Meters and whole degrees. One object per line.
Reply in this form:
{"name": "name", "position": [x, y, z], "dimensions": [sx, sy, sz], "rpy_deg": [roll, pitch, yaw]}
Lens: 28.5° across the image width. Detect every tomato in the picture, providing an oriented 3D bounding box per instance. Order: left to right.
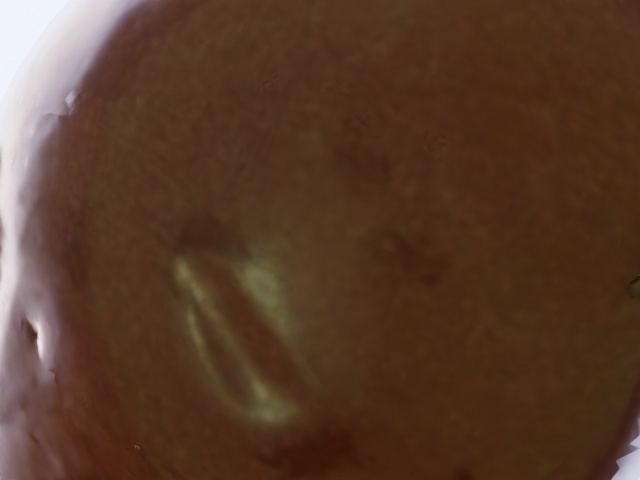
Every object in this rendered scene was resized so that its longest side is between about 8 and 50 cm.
{"name": "tomato", "position": [0.000, 0.000, 0.484], "dimensions": [0.272, 0.341, 0.341], "rpy_deg": [16, -80, -2]}
